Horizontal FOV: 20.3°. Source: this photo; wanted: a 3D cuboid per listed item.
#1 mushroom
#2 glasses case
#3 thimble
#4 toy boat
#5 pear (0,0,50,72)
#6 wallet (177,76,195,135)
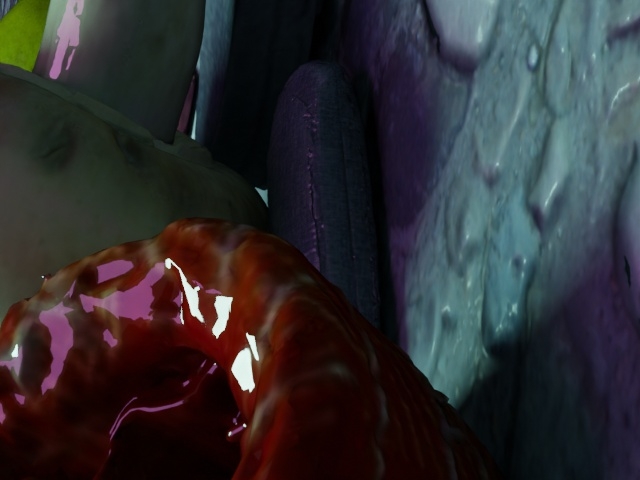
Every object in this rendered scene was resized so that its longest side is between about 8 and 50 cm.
[{"bbox_3d":[-0.207,-0.045,1.394,0.325,0.353,0.353,-23,63,48],"label":"mushroom"},{"bbox_3d":[0.000,0.000,1.303,0.109,0.067,0.283,128,144,-56],"label":"glasses case"},{"bbox_3d":[-0.064,0.177,1.012,0.350,0.230,0.350,-26,41,26],"label":"thimble"},{"bbox_3d":[-0.052,-0.160,1.486,0.127,0.078,0.283,-113,27,-49],"label":"toy boat"},{"bbox_3d":[-0.289,-0.171,2.024,0.212,0.212,0.269,147,131,-68],"label":"pear"},{"bbox_3d":[-0.170,-0.087,1.927,0.119,0.025,0.232,-121,38,-60],"label":"wallet"}]
